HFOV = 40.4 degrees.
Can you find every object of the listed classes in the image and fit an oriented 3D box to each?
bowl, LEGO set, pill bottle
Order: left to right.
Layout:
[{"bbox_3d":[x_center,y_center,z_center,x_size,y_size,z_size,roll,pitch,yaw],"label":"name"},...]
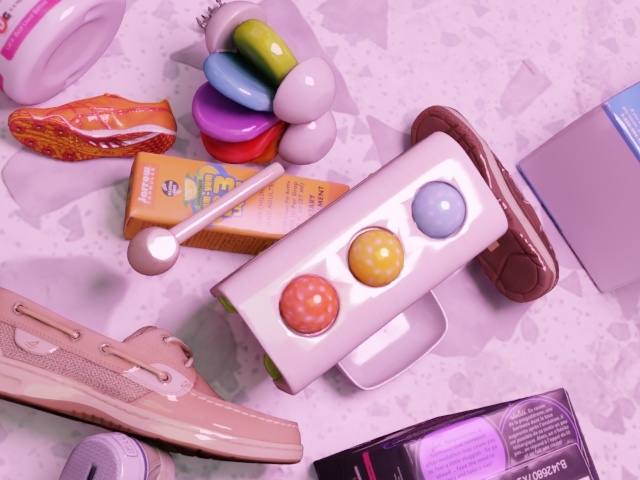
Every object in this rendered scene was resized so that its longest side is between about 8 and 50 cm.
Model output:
[{"bbox_3d":[-0.354,-0.289,0.890,0.283,0.160,0.160,43,67,-1],"label":"pill bottle"},{"bbox_3d":[-0.112,-0.260,1.032,0.083,0.023,0.054,9,73,-28],"label":"LEGO set"},{"bbox_3d":[0.054,0.083,0.958,0.142,0.053,0.142,-33,84,-22],"label":"bowl"}]

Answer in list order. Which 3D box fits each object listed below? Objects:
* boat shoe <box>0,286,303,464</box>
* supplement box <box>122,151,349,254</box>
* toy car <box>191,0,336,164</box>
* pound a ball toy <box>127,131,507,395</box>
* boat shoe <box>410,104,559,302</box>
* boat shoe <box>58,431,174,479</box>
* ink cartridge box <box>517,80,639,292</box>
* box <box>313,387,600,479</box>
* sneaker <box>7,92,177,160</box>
[{"bbox_3d":[-0.170,0.134,0.839,0.341,0.121,0.110,19,70,-9],"label":"boat shoe"},{"bbox_3d":[-0.090,-0.032,0.937,0.234,0.080,0.078,7,73,-13],"label":"supplement box"},{"bbox_3d":[-0.074,-0.149,0.926,0.136,0.182,0.159,-40,70,-17],"label":"toy car"},{"bbox_3d":[0.000,0.000,0.845,0.319,0.136,0.208,-35,95,-16],"label":"pound a ball toy"},{"bbox_3d":[0.197,-0.045,1.034,0.095,0.095,0.257,-12,72,-54],"label":"boat shoe"},{"bbox_3d":[-0.209,0.320,0.771,0.094,0.109,0.302,26,86,-51],"label":"boat shoe"},{"bbox_3d":[0.430,-0.103,1.048,0.270,0.197,0.198,-31,85,-23],"label":"ink cartridge box"},{"bbox_3d":[0.120,0.242,0.812,0.165,0.270,0.143,-14,79,-20],"label":"box"},{"bbox_3d":[-0.245,-0.126,0.937,0.175,0.064,0.067,0,56,-23],"label":"sneaker"}]
